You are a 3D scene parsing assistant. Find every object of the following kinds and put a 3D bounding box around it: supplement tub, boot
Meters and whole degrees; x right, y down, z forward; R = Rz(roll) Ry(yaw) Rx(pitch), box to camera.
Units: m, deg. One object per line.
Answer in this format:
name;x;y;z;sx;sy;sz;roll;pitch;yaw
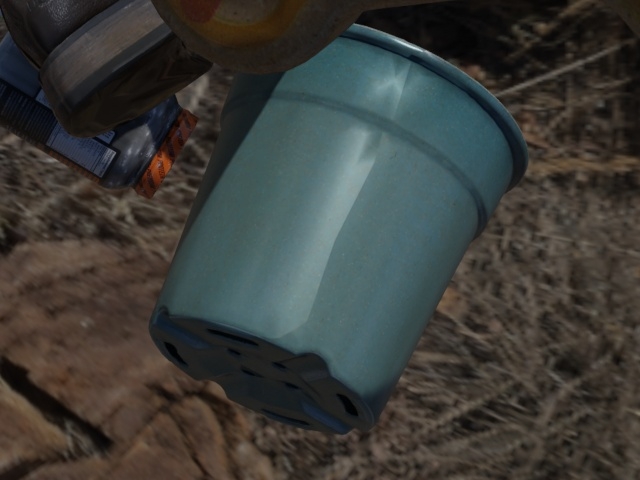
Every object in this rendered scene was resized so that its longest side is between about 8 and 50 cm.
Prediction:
supplement tub;-0.217;-0.125;1.548;0.190;0.117;0.117;31;85;-8
boot;-0.085;-0.196;0.748;0.263;0.091;0.229;-34;78;-8

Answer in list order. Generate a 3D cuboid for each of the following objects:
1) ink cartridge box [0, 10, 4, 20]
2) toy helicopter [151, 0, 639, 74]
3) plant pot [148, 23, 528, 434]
ink cartridge box;-0.220;-0.315;1.429;0.198;0.273;0.115;-39;131;10
toy helicopter;0.084;-0.120;0.464;0.140;0.355;0.235;-45;122;-48
plant pot;0.000;0.000;1.730;0.341;0.341;0.334;32;67;-18
